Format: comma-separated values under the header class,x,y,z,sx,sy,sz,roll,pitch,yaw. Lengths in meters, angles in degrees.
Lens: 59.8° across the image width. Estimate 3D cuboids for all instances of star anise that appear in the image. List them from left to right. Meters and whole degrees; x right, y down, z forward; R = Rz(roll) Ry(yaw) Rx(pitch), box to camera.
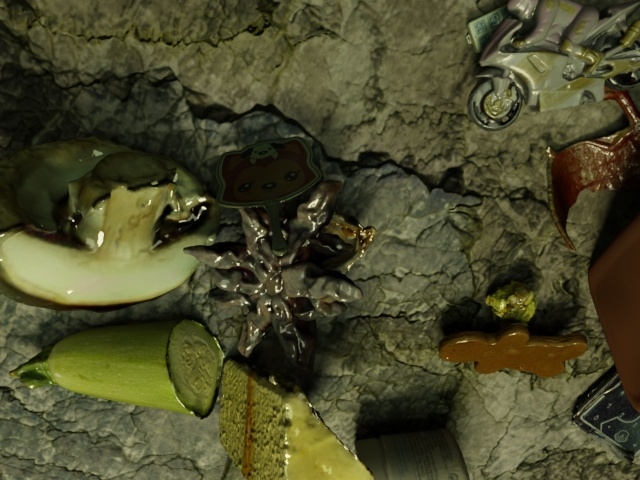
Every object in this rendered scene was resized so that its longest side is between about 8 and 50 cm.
class,x,y,z,sx,sy,sz,roll,pitch,yaw
star anise,-0.055,0.045,0.705,0.212,0.129,0.282,36,121,9

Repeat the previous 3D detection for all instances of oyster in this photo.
class,x,y,z,sx,sy,sz,roll,pitch,yaw
oyster,0.009,0.004,0.756,0.148,0.051,0.103,0,102,32

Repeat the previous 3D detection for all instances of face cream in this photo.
class,x,y,z,sx,sy,sz,roll,pitch,yaw
face cream,0.137,0.381,0.835,0.153,0.177,0.177,-7,110,0

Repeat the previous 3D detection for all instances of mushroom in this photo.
class,x,y,z,sx,sy,sz,roll,pitch,yaw
mushroom,-0.276,-0.027,0.685,0.267,0.164,0.189,-21,141,-30

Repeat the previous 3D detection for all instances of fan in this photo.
class,x,y,z,sx,sy,sz,roll,pitch,yaw
fan,-0.060,-0.058,0.655,0.132,0.220,0.009,-14,133,0

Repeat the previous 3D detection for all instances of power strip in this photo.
class,x,y,z,sx,sy,sz,roll,pitch,yaw
power strip,0.225,-0.268,0.689,0.090,0.016,0.040,-24,109,7

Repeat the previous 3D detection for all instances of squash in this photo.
class,x,y,z,sx,sy,sz,roll,pitch,yaw
squash,-0.287,0.161,0.782,0.287,0.137,0.137,8,110,5

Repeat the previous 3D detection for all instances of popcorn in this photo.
class,x,y,z,sx,sy,sz,roll,pitch,yaw
popcorn,0.278,0.097,0.802,0.068,0.059,0.083,4,127,-17

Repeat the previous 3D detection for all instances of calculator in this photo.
class,x,y,z,sx,sy,sz,roll,pitch,yaw
calculator,0.537,0.226,0.874,0.166,0.028,0.274,35,105,-14

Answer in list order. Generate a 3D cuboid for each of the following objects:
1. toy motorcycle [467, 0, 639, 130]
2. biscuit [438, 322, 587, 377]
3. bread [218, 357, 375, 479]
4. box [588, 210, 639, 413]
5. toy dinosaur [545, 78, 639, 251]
class,x,y,z,sx,sy,sz,roll,pitch,yaw
toy motorcycle,0.274,-0.228,0.658,0.225,0.073,0.152,-17,103,6
biscuit,0.273,0.157,0.813,0.205,0.031,0.138,4,143,-5
bread,-0.055,0.260,0.745,0.178,0.266,0.142,36,77,-19
box,0.488,0.068,0.639,0.229,0.339,0.239,-11,69,6
toy dinosaur,0.439,-0.126,0.698,0.327,0.113,0.206,-11,107,1
